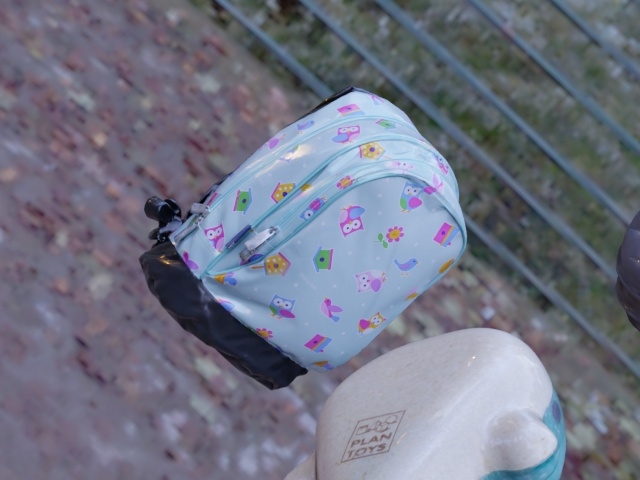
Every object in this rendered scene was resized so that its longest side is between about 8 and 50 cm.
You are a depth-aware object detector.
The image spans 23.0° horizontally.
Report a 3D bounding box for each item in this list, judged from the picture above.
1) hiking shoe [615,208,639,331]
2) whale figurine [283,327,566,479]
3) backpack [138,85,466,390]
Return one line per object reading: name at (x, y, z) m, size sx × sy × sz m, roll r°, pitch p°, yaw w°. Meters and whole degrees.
hiking shoe at (0.190, 0.012, 0.396) m, size 0.086 × 0.227 × 0.114 m, roll -98°, pitch 175°, yaw -64°
whale figurine at (0.072, 0.177, 1.063) m, size 0.141 × 0.216 × 0.272 m, roll 61°, pitch 32°, yaw -19°
backpack at (0.000, 0.000, 0.960) m, size 0.152 × 0.182 × 0.115 m, roll 39°, pitch 14°, yaw -44°
